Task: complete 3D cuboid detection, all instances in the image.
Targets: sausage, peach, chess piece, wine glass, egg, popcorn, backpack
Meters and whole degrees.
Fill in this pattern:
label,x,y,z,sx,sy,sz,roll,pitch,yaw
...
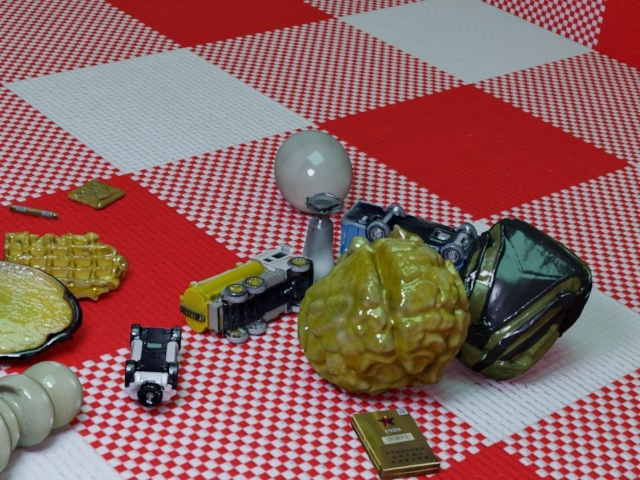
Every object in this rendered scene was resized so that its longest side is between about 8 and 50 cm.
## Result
label,x,y,z,sx,sy,sz,roll,pitch,yaw
sausage,-0.528,-0.052,2.340,0.100,0.015,0.015,10,30,6
peach,-0.513,0.116,1.990,0.279,0.068,0.189,19,43,7
chess piece,-0.429,0.244,1.753,0.133,0.133,0.243,23,26,26
wine glass,0.000,0.000,2.219,0.072,0.155,0.072,5,29,-3
egg,-0.015,-0.137,2.462,0.151,0.151,0.209,2,29,-9
popcorn,0.097,0.110,1.950,0.258,0.270,0.224,24,-12,46
backpack,0.307,0.097,2.046,0.207,0.140,0.253,34,76,16

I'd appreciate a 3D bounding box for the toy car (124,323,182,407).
label,x,y,z,sx,sy,sz,roll,pitch,yaw
toy car,-0.253,0.191,1.917,0.080,0.070,0.170,4,28,-6

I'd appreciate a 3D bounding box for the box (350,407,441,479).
label,x,y,z,sx,sy,sz,roll,pitch,yaw
box,0.108,0.296,1.858,0.090,0.023,0.133,-3,31,-20

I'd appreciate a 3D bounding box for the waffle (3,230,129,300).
label,x,y,z,sx,sy,sz,roll,pitch,yaw
waffle,-0.431,0.043,2.151,0.211,0.055,0.160,-1,32,-13

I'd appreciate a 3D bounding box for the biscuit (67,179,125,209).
label,x,y,z,sx,sy,sz,roll,pitch,yaw
biscuit,-0.427,-0.089,2.423,0.081,0.018,0.083,20,32,23

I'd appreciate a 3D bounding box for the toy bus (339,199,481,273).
label,x,y,z,sx,sy,sz,roll,pitch,yaw
toy bus,0.182,0.029,2.234,0.297,0.131,0.106,16,31,18

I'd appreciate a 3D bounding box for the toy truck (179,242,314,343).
label,x,y,z,sx,sy,sz,roll,pitch,yaw
toy truck,-0.118,0.084,2.107,0.114,0.098,0.227,25,35,39
